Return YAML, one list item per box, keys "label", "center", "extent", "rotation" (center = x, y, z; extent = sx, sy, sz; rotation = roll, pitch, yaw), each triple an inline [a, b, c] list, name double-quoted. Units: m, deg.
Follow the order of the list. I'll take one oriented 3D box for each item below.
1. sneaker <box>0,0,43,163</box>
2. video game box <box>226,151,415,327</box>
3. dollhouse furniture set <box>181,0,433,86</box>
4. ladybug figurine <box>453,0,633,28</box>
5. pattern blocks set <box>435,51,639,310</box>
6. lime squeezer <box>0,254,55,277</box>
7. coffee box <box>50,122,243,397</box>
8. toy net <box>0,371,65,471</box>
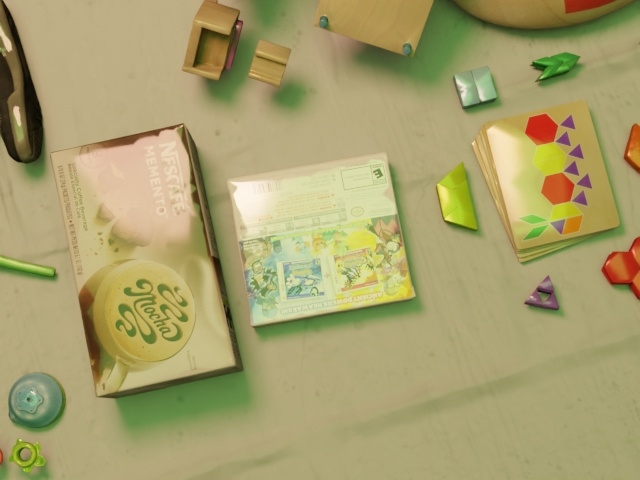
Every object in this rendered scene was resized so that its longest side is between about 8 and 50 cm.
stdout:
- label: "sneaker"
  center: [-0.426, -0.187, 1.480]
  extent: [0.130, 0.087, 0.227]
  rotation: [-20, 78, -1]
- label: "video game box"
  center: [0.000, 0.000, 1.466]
  extent: [0.205, 0.048, 0.187]
  rotation: [-10, 79, -1]
- label: "dollhouse furniture set"
  center: [0.020, -0.326, 1.460]
  extent: [0.303, 0.198, 0.286]
  rotation: [16, 118, -2]
- label: "ladybug figurine"
  center: [0.340, -0.452, 1.478]
  extent: [0.449, 0.162, 0.305]
  rotation: [-36, 82, -5]
- label: "pattern blocks set"
  center: [0.287, -0.074, 1.486]
  extent: [0.285, 0.026, 0.325]
  rotation: [-5, 81, -1]
- label: "lime squeezer"
  center: [-0.472, -0.035, 1.480]
  extent: [0.310, 0.059, 0.110]
  rotation: [46, 54, 8]
- label: "coffee box"
  center: [-0.206, 0.027, 1.426]
  extent: [0.168, 0.119, 0.297]
  rotation: [-12, 81, 0]
- label: "toy net"
  center: [-0.434, 0.206, 1.439]
  extent: [0.232, 0.045, 0.122]
  rotation: [10, 83, 3]
